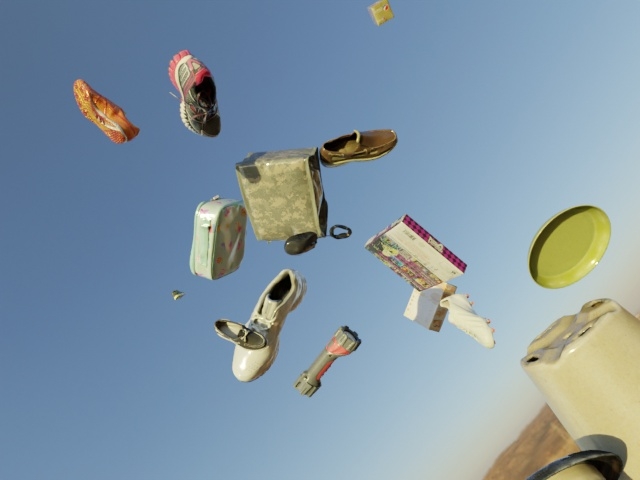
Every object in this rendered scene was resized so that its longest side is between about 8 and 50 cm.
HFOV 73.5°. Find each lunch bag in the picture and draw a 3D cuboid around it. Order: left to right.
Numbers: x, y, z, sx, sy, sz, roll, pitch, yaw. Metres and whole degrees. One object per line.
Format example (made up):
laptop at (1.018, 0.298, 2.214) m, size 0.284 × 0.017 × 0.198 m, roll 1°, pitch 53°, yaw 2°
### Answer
lunch bag at (-0.352, -0.014, 1.481) m, size 0.224 × 0.107 × 0.280 m, roll -28°, pitch -51°, yaw -66°
lunch bag at (-0.108, -0.132, 1.351) m, size 0.169 × 0.235 × 0.287 m, roll -66°, pitch -30°, yaw -62°

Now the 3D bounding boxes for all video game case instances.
video game case at (0.271, 0.044, 1.253) m, size 0.042 × 0.232 × 0.210 m, roll -55°, pitch 7°, yaw -31°

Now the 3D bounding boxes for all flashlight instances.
flashlight at (0.029, 0.463, 1.622) m, size 0.304 × 0.103 × 0.103 m, roll -55°, pitch -24°, yaw 14°

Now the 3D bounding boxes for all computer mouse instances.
computer mouse at (0.000, 0.000, 1.303) m, size 0.241 × 0.041 × 0.071 m, roll -16°, pitch -56°, yaw -28°

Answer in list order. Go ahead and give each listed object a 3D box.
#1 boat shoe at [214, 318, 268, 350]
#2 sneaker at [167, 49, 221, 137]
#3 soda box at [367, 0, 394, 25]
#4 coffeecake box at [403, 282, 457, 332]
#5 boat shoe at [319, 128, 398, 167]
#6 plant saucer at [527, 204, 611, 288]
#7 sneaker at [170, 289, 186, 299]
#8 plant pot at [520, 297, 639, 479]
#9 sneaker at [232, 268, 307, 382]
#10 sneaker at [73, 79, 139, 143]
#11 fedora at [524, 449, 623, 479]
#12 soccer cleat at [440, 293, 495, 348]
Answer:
boat shoe at (-0.175, 0.204, 0.935) m, size 0.038 × 0.125 × 0.046 m, roll 84°, pitch -150°, yaw -59°
sneaker at (-0.355, -0.407, 1.277) m, size 0.121 × 0.112 × 0.299 m, roll -47°, pitch -19°, yaw -17°
soda box at (0.199, -0.761, 1.428) m, size 0.058 × 0.181 × 0.061 m, roll -24°, pitch -65°, yaw 15°
coffeecake box at (0.419, 0.234, 1.643) m, size 0.068 × 0.142 × 0.186 m, roll 19°, pitch -86°, yaw -32°
boat shoe at (0.121, -0.296, 1.324) m, size 0.257 × 0.095 × 0.095 m, roll -20°, pitch -22°, yaw -5°
plant saucer at (0.633, 0.014, 1.110) m, size 0.240 × 0.037 × 0.241 m, roll -6°, pitch -64°, yaw -13°
sneaker at (-0.526, 0.196, 1.589) m, size 0.031 × 0.035 × 0.083 m, roll -43°, pitch -1°, yaw -2°
plant pot at (0.580, 0.294, 0.825) m, size 0.333 × 0.305 × 0.334 m, roll -38°, pitch -13°, yaw -11°
sneaker at (-0.133, 0.192, 1.028) m, size 0.129 × 0.110 × 0.297 m, roll 79°, pitch -147°, yaw -71°
sneaker at (-0.494, -0.296, 0.988) m, size 0.064 × 0.175 × 0.067 m, roll -35°, pitch 9°, yaw 39°
fedora at (0.383, 0.489, 0.655) m, size 0.333 × 0.152 × 0.334 m, roll -11°, pitch -58°, yaw -18°
soccer cleat at (0.353, 0.196, 1.031) m, size 0.076 × 0.196 × 0.068 m, roll -14°, pitch -64°, yaw -1°
